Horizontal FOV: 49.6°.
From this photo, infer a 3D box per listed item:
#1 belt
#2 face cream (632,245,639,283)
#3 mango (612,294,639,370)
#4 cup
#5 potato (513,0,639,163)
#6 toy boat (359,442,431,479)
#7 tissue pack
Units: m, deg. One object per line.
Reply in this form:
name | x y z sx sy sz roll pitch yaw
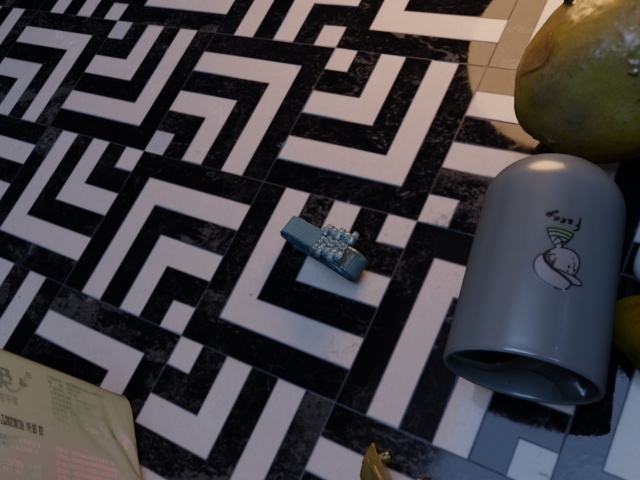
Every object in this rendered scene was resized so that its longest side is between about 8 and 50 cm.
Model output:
belt | -0.003 0.004 1.179 0.179 0.100 0.065 27 73 36
face cream | 0.596 0.047 0.891 0.336 0.080 0.163 24 65 33
mango | 0.453 0.126 0.912 0.111 0.089 0.163 -33 44 0
cup | 0.300 0.047 0.951 0.205 0.205 0.312 6 65 27
potato | 0.494 -0.215 1.033 0.397 0.290 0.296 33 113 -3
toy boat | 0.131 0.372 0.937 0.088 0.068 0.226 -34 52 -2
tissue pack | -0.452 0.352 1.003 0.205 0.405 0.332 -30 55 11
